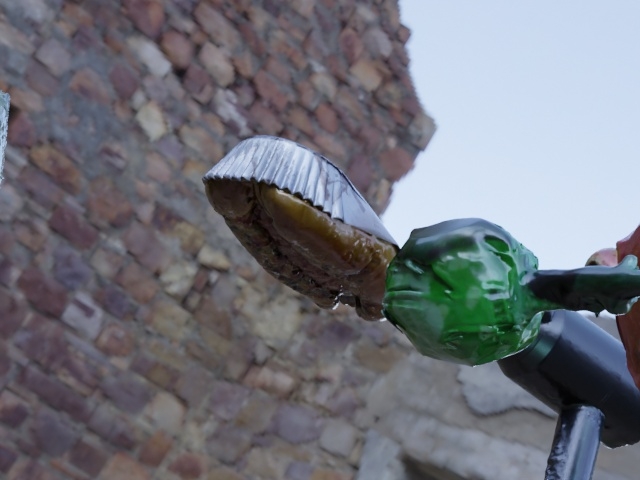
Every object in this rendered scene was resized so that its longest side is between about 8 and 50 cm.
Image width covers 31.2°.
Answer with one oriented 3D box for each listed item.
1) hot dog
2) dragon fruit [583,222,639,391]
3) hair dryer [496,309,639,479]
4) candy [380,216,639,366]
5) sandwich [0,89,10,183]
[{"bbox_3d":[0.000,0.000,0.964,0.144,0.075,0.268,14,-20,33],"label":"hot dog"},{"bbox_3d":[0.385,0.072,1.042,0.290,0.291,0.189,34,-53,-10],"label":"dragon fruit"},{"bbox_3d":[0.254,0.209,1.295,0.244,0.302,0.116,33,-38,-14],"label":"hair dryer"},{"bbox_3d":[0.168,0.025,0.626,0.323,0.097,0.097,-5,-38,45],"label":"candy"},{"bbox_3d":[-0.348,-0.099,1.088,0.099,0.288,0.254,3,-39,-13],"label":"sandwich"}]
